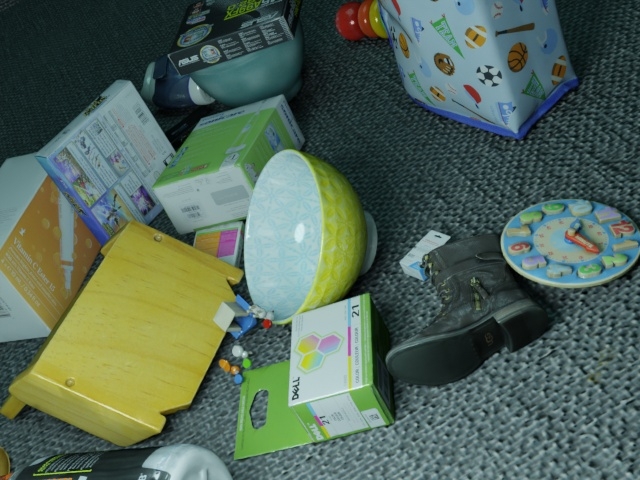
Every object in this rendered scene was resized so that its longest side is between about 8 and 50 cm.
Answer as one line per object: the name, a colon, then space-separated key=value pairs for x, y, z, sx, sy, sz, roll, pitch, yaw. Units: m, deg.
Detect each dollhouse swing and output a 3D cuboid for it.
dollhouse swing: x=-0.355 y=0.202 z=1.704 sx=0.315 sy=0.305 sz=0.346 roll=25 pitch=50 yaw=-1

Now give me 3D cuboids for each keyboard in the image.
keyboard: x=-0.320 y=-0.250 z=2.253 sx=0.180 sy=0.023 sz=0.108 roll=-41 pitch=31 yaw=-15

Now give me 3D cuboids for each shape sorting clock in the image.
shape sorting clock: x=0.376 y=-0.001 z=1.447 sx=0.206 sy=0.040 sz=0.206 roll=-4 pitch=37 yaw=3

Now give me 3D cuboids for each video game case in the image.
video game case: x=-0.419 y=-0.150 z=1.989 sx=0.061 sy=0.269 sz=0.244 roll=11 pitch=51 yaw=42

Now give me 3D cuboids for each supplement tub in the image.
supplement tub: x=-0.298 y=0.391 z=1.314 sx=0.338 sy=0.207 sz=0.207 roll=-10 pitch=40 yaw=24

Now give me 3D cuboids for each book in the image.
book: x=-0.197 y=0.025 z=1.833 sx=0.096 sy=0.035 sz=0.144 roll=-13 pitch=40 yaw=16

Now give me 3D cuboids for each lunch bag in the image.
lunch bag: x=0.258 y=-0.408 z=1.802 sx=0.239 sy=0.327 sz=0.385 roll=-39 pitch=36 yaw=-21

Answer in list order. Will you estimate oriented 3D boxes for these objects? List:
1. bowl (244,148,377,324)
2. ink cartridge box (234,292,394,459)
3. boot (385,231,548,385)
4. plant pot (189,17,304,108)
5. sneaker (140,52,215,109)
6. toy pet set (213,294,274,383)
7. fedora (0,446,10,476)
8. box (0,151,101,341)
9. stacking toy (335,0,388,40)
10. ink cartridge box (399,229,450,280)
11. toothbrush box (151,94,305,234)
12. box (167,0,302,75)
bowl: x=0.000 y=0.000 z=1.601 sx=0.156 sy=0.289 sz=0.289 roll=5 pitch=24 yaw=-28
ink cartridge box: x=-0.026 y=0.207 z=1.448 sx=0.255 sy=0.097 sz=0.188 roll=-17 pitch=38 yaw=14
boot: x=0.197 y=0.093 z=1.453 sx=0.263 sy=0.091 sz=0.229 roll=-19 pitch=36 yaw=-4
plant pot: x=-0.156 y=-0.406 z=2.182 sx=0.293 sy=0.196 sz=0.293 roll=-18 pitch=37 yaw=14
sneaker: x=-0.326 y=-0.457 z=2.409 sx=0.236 sy=0.130 sz=0.322 roll=3 pitch=52 yaw=31
toy pet set: x=-0.121 y=0.153 z=1.580 sx=0.114 sy=0.065 sz=0.122 roll=39 pitch=109 yaw=33
fedora: x=-0.616 y=0.408 z=1.611 sx=0.194 sy=0.079 sz=0.194 roll=-18 pitch=38 yaw=15
box: x=-0.592 y=0.005 z=1.964 sx=0.168 sy=0.215 sz=0.345 roll=-9 pitch=41 yaw=25
stacking toy: x=0.165 y=-0.502 z=2.157 sx=0.330 sy=0.141 sz=0.141 roll=1 pitch=45 yaw=43
ink cartridge box: x=0.177 y=0.024 z=1.588 sx=0.083 sy=0.028 sz=0.048 roll=-44 pitch=39 yaw=-19
toothbrush box: x=-0.177 y=-0.155 z=1.923 sx=0.206 sy=0.122 sz=0.283 roll=-13 pitch=32 yaw=25
box: x=-0.174 y=-0.466 z=2.049 sx=0.270 sy=0.060 sz=0.216 roll=-14 pitch=38 yaw=20
